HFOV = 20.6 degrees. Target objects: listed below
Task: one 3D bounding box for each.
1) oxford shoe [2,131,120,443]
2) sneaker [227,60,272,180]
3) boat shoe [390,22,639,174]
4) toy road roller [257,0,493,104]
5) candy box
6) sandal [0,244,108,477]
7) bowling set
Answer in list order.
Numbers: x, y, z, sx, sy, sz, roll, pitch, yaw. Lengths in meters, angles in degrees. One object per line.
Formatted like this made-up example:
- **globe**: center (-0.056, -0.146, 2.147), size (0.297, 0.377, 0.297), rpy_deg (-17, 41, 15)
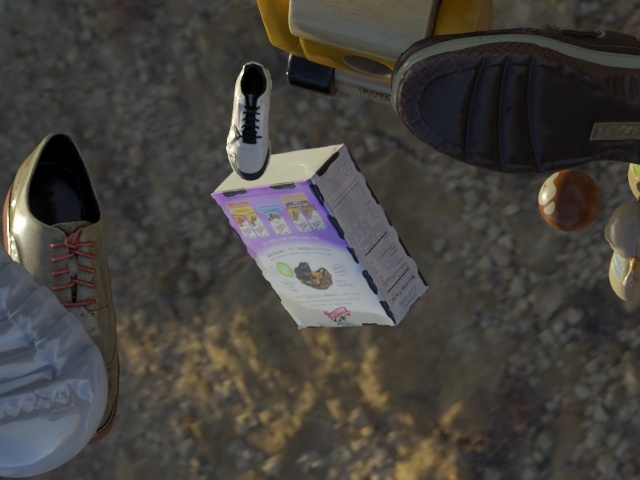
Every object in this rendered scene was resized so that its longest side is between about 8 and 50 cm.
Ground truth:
- **oxford shoe**: center (-0.278, 0.045, 1.860), size (0.130, 0.123, 0.348), rpy_deg (116, 144, -54)
- **sneaker**: center (-0.064, -0.107, 1.555), size (0.040, 0.044, 0.109), rpy_deg (0, 80, 0)
- **boat shoe**: center (0.154, -0.100, 1.164), size (0.095, 0.257, 0.095), rpy_deg (60, 137, 51)
- **toy road roller**: center (0.078, -0.265, 1.701), size (0.202, 0.329, 0.240), rpy_deg (15, 81, 9)
- **candy box**: center (0.000, 0.000, 1.904), size (0.165, 0.070, 0.196), rpy_deg (-5, 124, 48)
- **sandal**: center (-0.310, 0.022, 1.236), size (0.416, 0.169, 0.102), rpy_deg (48, 151, 25)
- **bowling set**: center (0.274, -0.027, 1.433), size (0.200, 0.154, 0.287), rpy_deg (4, 66, 11)
